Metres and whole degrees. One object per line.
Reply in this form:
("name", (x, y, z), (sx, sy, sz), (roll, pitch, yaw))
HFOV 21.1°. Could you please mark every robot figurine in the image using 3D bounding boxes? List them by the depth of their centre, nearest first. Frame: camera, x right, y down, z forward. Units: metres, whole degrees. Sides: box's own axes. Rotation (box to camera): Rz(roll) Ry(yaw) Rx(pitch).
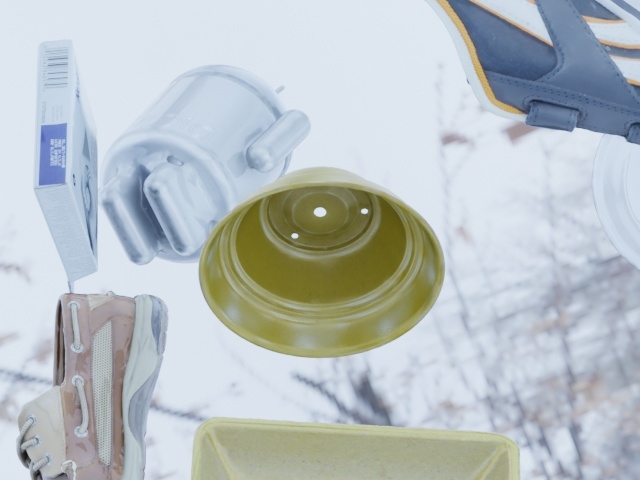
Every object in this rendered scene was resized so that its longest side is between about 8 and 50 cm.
("robot figurine", (-0.157, -0.106, 2.269), (0.199, 0.300, 0.353), (68, -150, -23))

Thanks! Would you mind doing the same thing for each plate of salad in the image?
("plate of salad", (0.372, -0.055, 1.823), (0.199, 0.200, 0.048), (67, 159, -3))

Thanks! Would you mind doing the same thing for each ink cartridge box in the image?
("ink cartridge box", (-0.284, -0.076, 1.975), (0.224, 0.045, 0.223), (83, -179, -53))

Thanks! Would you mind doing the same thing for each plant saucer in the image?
("plant saucer", (0.032, 0.346, 1.690), (0.081, 0.333, 0.332), (98, 175, -56))

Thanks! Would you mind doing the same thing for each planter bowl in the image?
("planter bowl", (0.000, 0.000, 1.537), (0.090, 0.217, 0.217), (-92, -23, -46))

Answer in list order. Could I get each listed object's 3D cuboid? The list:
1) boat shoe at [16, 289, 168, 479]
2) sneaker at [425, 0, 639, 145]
("boat shoe", (-0.216, 0.183, 1.527), (0.123, 0.116, 0.324), (117, 164, -48))
("sneaker", (0.172, -0.122, 1.068), (0.321, 0.127, 0.126), (34, -157, -5))
